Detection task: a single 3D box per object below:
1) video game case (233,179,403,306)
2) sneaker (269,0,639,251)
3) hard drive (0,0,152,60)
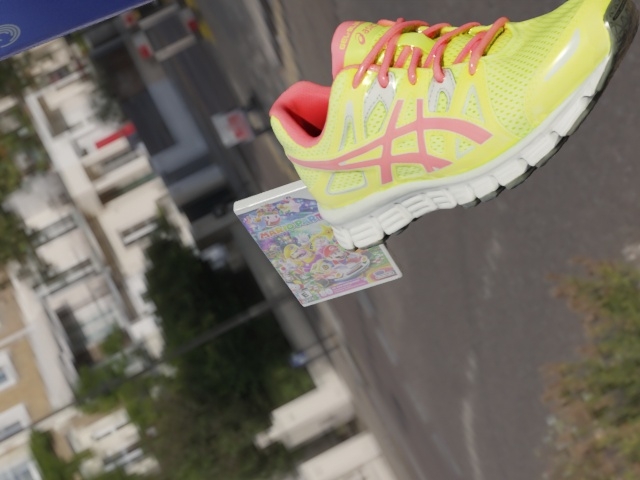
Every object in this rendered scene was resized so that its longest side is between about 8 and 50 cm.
[{"bbox_3d":[0.000,0.000,1.052,0.011,0.087,0.122,-90,-25,-43],"label":"video game case"},{"bbox_3d":[0.048,-0.065,0.619,0.094,0.081,0.208,49,137,-12],"label":"sneaker"},{"bbox_3d":[-0.100,-0.234,0.905,0.210,0.319,0.040,85,161,-68],"label":"hard drive"}]
